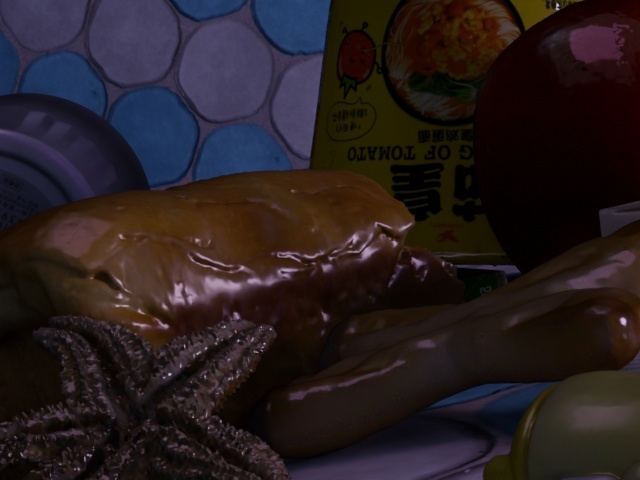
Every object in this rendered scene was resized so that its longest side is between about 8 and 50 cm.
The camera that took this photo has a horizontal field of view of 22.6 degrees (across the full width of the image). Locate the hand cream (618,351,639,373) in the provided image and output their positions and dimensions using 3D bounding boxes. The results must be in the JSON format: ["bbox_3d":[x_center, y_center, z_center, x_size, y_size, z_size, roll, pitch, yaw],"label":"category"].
[{"bbox_3d":[0.164,0.065,0.839,0.067,0.042,0.194,-3,11,17],"label":"hand cream"}]

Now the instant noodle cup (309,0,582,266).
[{"bbox_3d":[0.132,-0.103,1.414,0.325,0.254,0.325,0,-1,0],"label":"instant noodle cup"}]

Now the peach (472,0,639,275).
[{"bbox_3d":[0.228,-0.069,1.176,0.243,0.243,0.199,-10,-21,-13],"label":"peach"}]

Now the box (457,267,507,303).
[{"bbox_3d":[0.023,0.058,1.319,0.235,0.034,0.132,-11,3,-18],"label":"box"}]

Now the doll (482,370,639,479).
[{"bbox_3d":[0.138,0.074,0.556,0.162,0.062,0.106,-8,12,37],"label":"doll"}]

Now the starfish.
[{"bbox_3d":[-0.092,0.094,0.746,0.227,0.043,0.240,-29,29,-28],"label":"starfish"}]

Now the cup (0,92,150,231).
[{"bbox_3d":[-0.287,-0.008,1.471,0.253,0.253,0.371,-10,6,-2],"label":"cup"}]

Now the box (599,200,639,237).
[{"bbox_3d":[0.300,0.007,0.943,0.212,0.095,0.168,-5,3,44],"label":"box"}]

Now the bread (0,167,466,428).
[{"bbox_3d":[-0.069,0.034,1.016,0.195,0.149,0.344,-7,5,41],"label":"bread"}]

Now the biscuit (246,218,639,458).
[{"bbox_3d":[0.078,0.054,0.835,0.208,0.047,0.164,-18,11,25],"label":"biscuit"}]
